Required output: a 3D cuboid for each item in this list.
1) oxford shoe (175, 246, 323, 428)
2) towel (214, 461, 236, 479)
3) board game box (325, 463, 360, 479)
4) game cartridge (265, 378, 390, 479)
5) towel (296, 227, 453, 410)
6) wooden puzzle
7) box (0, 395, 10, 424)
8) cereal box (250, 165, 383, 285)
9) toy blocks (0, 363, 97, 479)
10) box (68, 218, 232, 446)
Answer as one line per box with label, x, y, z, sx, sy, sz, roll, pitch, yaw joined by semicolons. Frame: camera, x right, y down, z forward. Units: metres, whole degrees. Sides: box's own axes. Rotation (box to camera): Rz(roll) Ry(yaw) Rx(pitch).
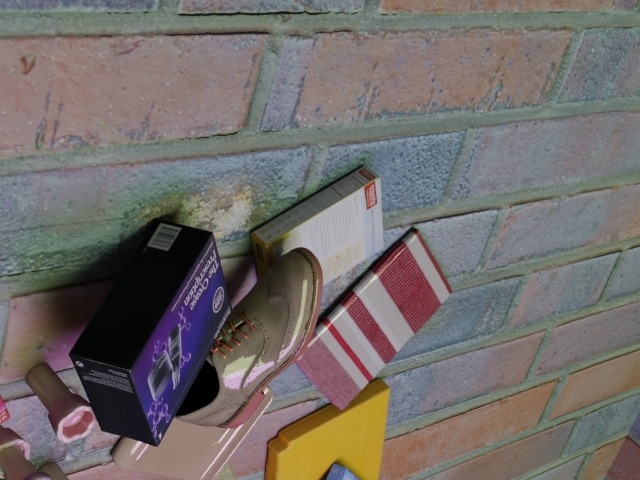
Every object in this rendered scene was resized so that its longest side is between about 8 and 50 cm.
oxford shoe;-0.115;0.160;1.793;0.130;0.123;0.348;7;119;-49
towel;-0.204;0.462;2.124;0.110;0.027;0.148;-37;142;-18
board game box;0.047;0.565;2.347;0.160;0.039;0.211;-64;145;-18
game cartridge;0.009;0.456;2.332;0.285;0.052;0.324;-23;134;-32
towel;0.100;0.149;2.158;0.329;0.037;0.237;-45;142;-9
wooden puzzle;-0.217;0.311;1.967;0.221;0.044;0.238;-54;139;6
box;-0.546;0.224;1.464;0.257;0.122;0.128;-32;141;-22
cereal box;0.000;0.000;1.904;0.240;0.047;0.173;-31;140;-24
toy blocks;-0.439;0.393;1.615;0.309;0.260;0.289;-23;137;-32
box;-0.233;0.129;1.636;0.184;0.103;0.261;84;25;-48
